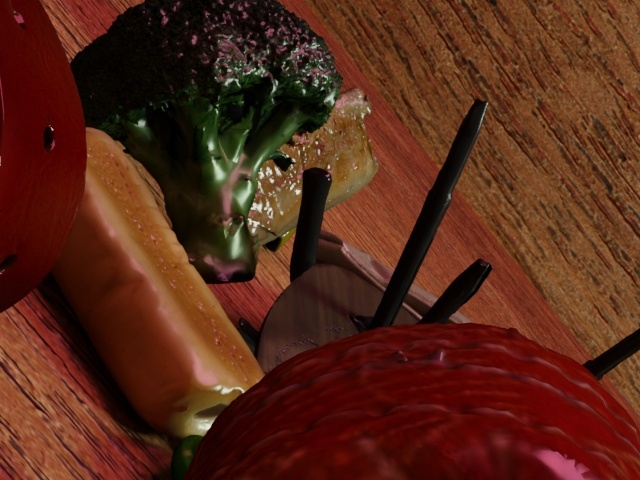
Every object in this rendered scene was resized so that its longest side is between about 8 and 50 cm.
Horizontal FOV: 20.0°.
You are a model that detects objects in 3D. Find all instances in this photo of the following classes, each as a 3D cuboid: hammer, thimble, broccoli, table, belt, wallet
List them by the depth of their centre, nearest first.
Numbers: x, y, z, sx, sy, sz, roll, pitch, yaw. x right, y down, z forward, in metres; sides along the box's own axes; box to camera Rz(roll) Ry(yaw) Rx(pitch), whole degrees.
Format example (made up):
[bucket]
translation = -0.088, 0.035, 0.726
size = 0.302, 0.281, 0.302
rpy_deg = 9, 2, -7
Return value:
[belt]
translation = -0.283, -0.096, 1.094
size = 0.324, 0.227, 0.115
rpy_deg = 56, 10, 20
[thimble]
translation = 0.058, 0.226, 1.140
size = 0.350, 0.350, 0.230
rpy_deg = 48, 12, -14
[table]
translation = 0.141, 0.074, 1.536
size = 0.317, 0.249, 0.317
rpy_deg = 27, 32, -18
[hammer]
translation = -0.023, 0.029, 1.726
size = 0.103, 0.246, 0.029
rpy_deg = 9, 39, 3
[broccoli]
translation = -0.113, -0.107, 1.753
size = 0.297, 0.298, 0.297
rpy_deg = -2, 91, -75
[wallet]
translation = 0.099, 0.104, 1.861
size = 0.275, 0.068, 0.335
rpy_deg = 29, -12, 20

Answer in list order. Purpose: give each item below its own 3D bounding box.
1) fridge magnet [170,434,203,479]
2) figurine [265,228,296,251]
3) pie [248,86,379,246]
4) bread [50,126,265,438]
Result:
[fridge magnet]
translation = -0.035, 0.227, 1.368
size = 0.208, 0.088, 0.208
rpy_deg = 50, 7, -8
[figurine]
translation = -0.081, -0.154, 2.124
size = 0.327, 0.169, 0.218
rpy_deg = 46, 29, -15
[pie]
translation = -0.026, -0.079, 2.015
size = 0.282, 0.068, 0.128
rpy_deg = -31, 117, -43
[bread]
translation = -0.160, 0.031, 1.476
size = 0.142, 0.091, 0.305
rpy_deg = 5, 47, -59
